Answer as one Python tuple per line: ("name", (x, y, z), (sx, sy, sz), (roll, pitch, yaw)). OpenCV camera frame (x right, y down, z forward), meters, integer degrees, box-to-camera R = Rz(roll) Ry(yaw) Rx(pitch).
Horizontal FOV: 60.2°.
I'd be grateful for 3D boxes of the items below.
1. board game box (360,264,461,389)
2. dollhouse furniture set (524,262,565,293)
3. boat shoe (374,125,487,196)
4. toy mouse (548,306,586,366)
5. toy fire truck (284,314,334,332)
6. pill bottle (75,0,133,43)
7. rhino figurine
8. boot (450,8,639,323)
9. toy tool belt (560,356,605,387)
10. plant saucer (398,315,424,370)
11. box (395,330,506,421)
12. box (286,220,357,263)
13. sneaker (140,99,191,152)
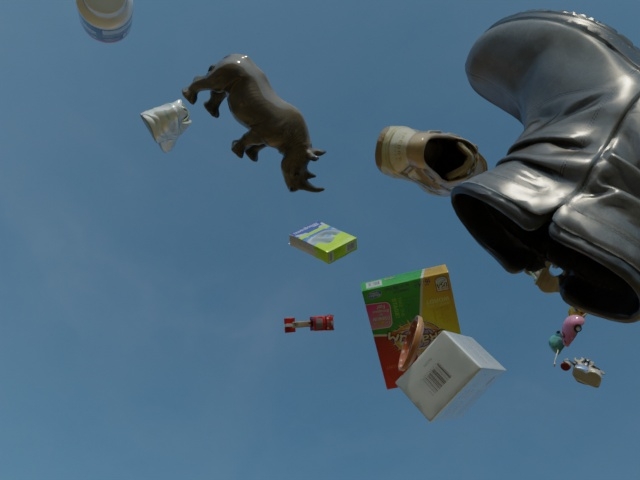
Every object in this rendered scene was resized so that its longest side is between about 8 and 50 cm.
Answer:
("board game box", (0.266, 0.246, 1.548), (0.242, 0.064, 0.316), (-14, -74, 6))
("dollhouse furniture set", (0.437, 0.043, 1.151), (0.161, 0.182, 0.101), (18, -73, -2))
("boat shoe", (0.246, -0.144, 1.065), (0.110, 0.341, 0.121), (12, -82, 43))
("toy mouse", (0.471, 0.176, 1.061), (0.031, 0.161, 0.143), (33, -101, 20))
("toy fire truck", (-0.037, 0.250, 1.651), (0.135, 0.192, 0.047), (-2, -99, -8))
("pill bottle", (-0.430, -0.468, 1.102), (0.108, 0.180, 0.107), (-2, -85, -20))
("rhino figurine", (-0.078, -0.161, 0.794), (0.106, 0.073, 0.243), (-42, -86, 17))
("boot", (0.199, -0.093, 0.502), (0.223, 0.338, 0.118), (-34, -49, -12))
("toy tool belt", (0.556, 0.273, 1.170), (0.083, 0.051, 0.052), (26, -58, 28))
("plant saucer", (0.133, 0.150, 0.803), (0.013, 0.083, 0.083), (21, -62, 4))
("box", (0.236, 0.243, 0.985), (0.130, 0.170, 0.091), (-50, -122, 10))
("box", (0.000, 0.000, 1.482), (0.178, 0.109, 0.042), (25, -50, 43))
("sneaker", (-0.211, -0.162, 0.782), (0.061, 0.152, 0.053), (-32, -80, -9))
